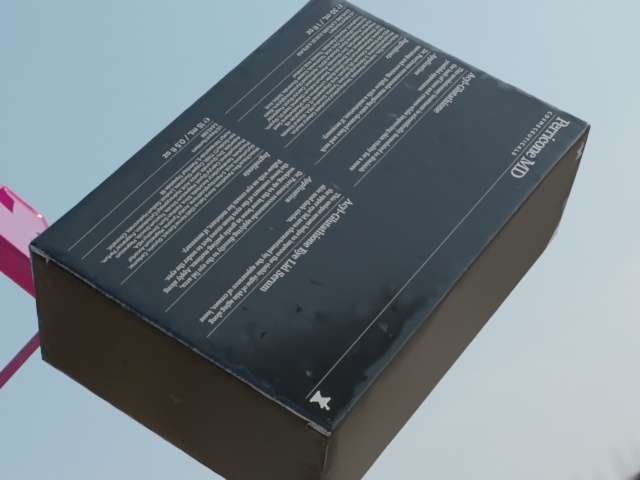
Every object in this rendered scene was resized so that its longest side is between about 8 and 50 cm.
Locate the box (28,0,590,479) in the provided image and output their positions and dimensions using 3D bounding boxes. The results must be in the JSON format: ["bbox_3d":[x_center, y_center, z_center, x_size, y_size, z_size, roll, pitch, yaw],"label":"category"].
[{"bbox_3d":[0.000,0.000,0.802,0.261,0.184,0.103,-46,-26,-35],"label":"box"}]

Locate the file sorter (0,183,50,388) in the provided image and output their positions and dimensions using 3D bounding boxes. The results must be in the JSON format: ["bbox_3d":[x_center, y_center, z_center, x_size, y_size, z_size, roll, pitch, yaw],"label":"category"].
[{"bbox_3d":[-0.328,-0.008,0.954,0.182,0.202,0.290,-48,-65,0],"label":"file sorter"}]
